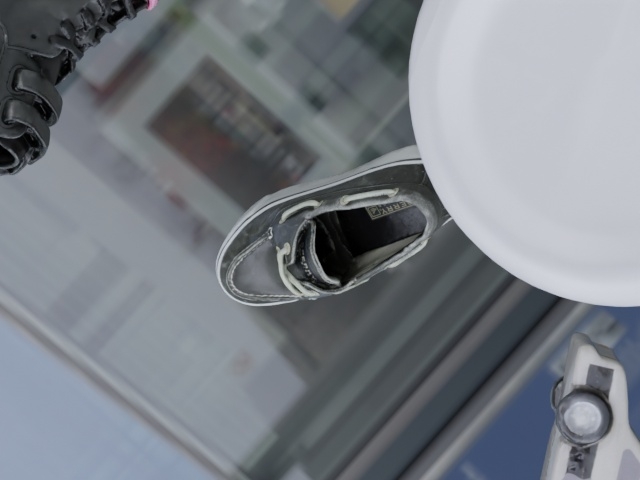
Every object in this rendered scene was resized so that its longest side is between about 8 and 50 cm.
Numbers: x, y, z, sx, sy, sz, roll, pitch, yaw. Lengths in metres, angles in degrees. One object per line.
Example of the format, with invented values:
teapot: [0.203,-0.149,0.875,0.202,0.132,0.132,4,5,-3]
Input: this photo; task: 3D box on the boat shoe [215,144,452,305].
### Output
boat shoe: [0.000,0.000,1.152,0.078,0.219,0.070,53,-141,-13]

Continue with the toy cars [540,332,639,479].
toy cars: [0.165,0.242,1.052,0.087,0.393,0.176,12,145,4]

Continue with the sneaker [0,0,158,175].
sneaker: [-0.169,-0.128,1.097,0.104,0.296,0.147,78,172,-68]

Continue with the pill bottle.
pill bottle: [0.158,-0.072,0.669,0.153,0.153,0.265,42,-152,17]
